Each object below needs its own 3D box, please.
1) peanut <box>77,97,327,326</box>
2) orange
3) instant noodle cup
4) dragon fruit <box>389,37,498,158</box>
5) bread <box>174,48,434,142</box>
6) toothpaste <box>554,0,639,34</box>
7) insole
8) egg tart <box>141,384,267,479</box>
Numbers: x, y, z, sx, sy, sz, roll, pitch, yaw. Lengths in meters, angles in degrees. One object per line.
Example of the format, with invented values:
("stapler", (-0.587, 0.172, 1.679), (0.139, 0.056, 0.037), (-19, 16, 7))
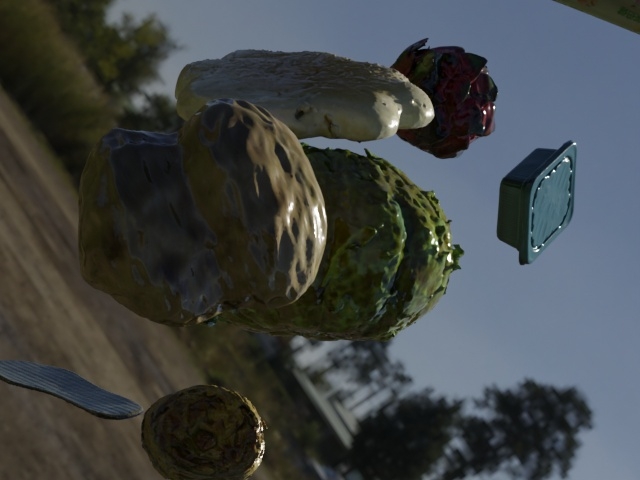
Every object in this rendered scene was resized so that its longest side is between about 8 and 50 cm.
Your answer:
("peanut", (-0.107, -0.022, 1.195), (0.110, 0.233, 0.196), (164, -90, -71))
("orange", (0.000, 0.000, 1.477), (0.300, 0.301, 0.223), (7, 85, -59))
("instant noodle cup", (0.336, -0.066, 2.110), (0.070, 0.179, 0.157), (19, -52, 30))
("dragon fruit", (0.182, -0.208, 2.004), (0.189, 0.182, 0.182), (11, 21, -27))
("bread", (-0.021, -0.172, 1.557), (0.316, 0.316, 0.054), (-131, -138, -62))
("toothpaste", (0.253, -0.253, 1.312), (0.314, 0.058, 0.056), (25, -25, 3))
("insole", (-0.422, 0.240, 2.217), (0.348, 0.119, 0.009), (15, -74, 41))
("egg tart", (-0.117, 0.200, 1.335), (0.129, 0.129, 0.049), (54, -32, 35))
